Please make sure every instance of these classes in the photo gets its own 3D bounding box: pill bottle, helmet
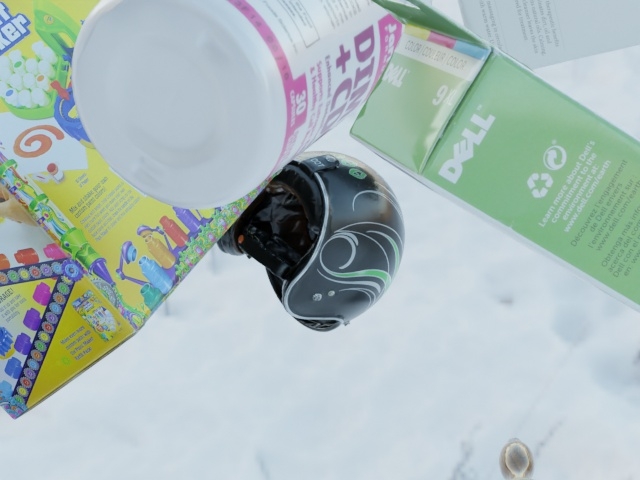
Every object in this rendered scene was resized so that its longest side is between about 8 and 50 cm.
[{"bbox_3d":[-0.036,-0.146,1.206,0.160,0.160,0.283,10,29,25],"label":"pill bottle"},{"bbox_3d":[0.000,0.000,1.595,0.169,0.169,0.161,18,0,37],"label":"helmet"}]

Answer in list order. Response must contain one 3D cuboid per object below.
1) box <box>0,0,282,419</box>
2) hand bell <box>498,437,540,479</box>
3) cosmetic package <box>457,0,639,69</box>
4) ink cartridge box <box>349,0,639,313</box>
[{"bbox_3d":[-0.231,-0.061,1.430,0.177,0.279,0.290,-34,10,36],"label":"box"},{"bbox_3d":[0.208,0.263,1.769,0.126,0.126,0.242,-2,15,4],"label":"hand bell"},{"bbox_3d":[0.309,-0.306,1.670,0.365,0.197,0.155,-12,29,9],"label":"cosmetic package"},{"bbox_3d":[0.079,-0.038,0.710,0.209,0.062,0.109,29,4,-19],"label":"ink cartridge box"}]
